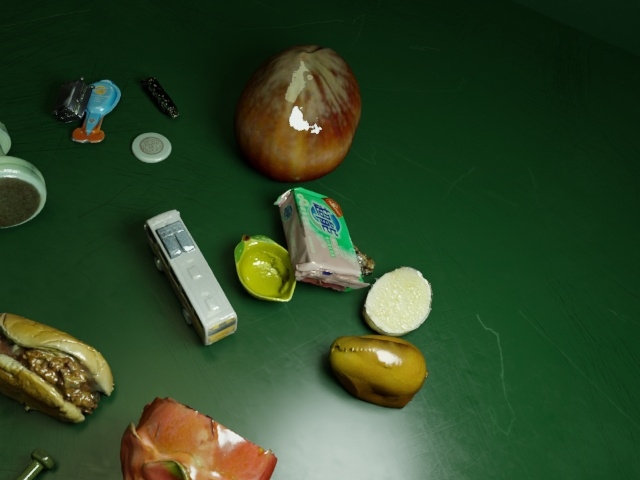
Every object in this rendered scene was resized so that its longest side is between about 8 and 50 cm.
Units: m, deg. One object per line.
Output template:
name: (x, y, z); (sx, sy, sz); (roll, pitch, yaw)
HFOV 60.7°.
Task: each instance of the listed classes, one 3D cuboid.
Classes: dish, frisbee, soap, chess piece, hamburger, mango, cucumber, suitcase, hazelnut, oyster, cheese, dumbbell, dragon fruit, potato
dish: (-0.143, 0.083, 1.384); (0.148, 0.080, 0.208); (-25, 68, -26)
frisbee: (-0.486, -0.268, 1.573); (0.110, 0.014, 0.110); (6, 57, -9)
soap: (-0.002, 0.002, 1.416); (0.217, 0.098, 0.274); (18, 40, -34)
chess piece: (-0.820, -0.192, 1.365); (0.194, 0.195, 0.299); (-22, 56, -24)
hamburger: (-0.580, 0.259, 1.131); (0.282, 0.245, 0.156); (53, 44, -30)
mango: (0.135, 0.285, 1.267); (0.235, 0.166, 0.136); (12, 52, -5)
cucumber: (-0.484, -0.433, 1.659); (0.053, 0.053, 0.182); (-30, 70, -27)
suitcase: (-0.705, -0.399, 1.559); (0.086, 0.059, 0.126); (-4, 64, 29)
hazelnut: (-0.054, -0.364, 1.551); (0.358, 0.359, 0.410); (19, 65, 0)
oyster: (0.089, 0.046, 1.487); (0.132, 0.029, 0.086); (31, 57, 8)
cheese: (-0.654, -0.380, 1.597); (0.106, 0.037, 0.256); (6, 59, -6)
dumbbell: (-0.574, 0.463, 1.056); (0.052, 0.046, 0.118); (22, 42, 14)
dragon fruit: (-0.247, 0.447, 1.018); (0.305, 0.305, 0.226); (23, 64, 3)
potato: (0.192, 0.161, 1.409); (0.200, 0.081, 0.164); (-39, 81, -27)

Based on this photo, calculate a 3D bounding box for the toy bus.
toy bus: (-0.317, 0.083, 1.312); (0.097, 0.138, 0.343); (-25, 68, -22)
